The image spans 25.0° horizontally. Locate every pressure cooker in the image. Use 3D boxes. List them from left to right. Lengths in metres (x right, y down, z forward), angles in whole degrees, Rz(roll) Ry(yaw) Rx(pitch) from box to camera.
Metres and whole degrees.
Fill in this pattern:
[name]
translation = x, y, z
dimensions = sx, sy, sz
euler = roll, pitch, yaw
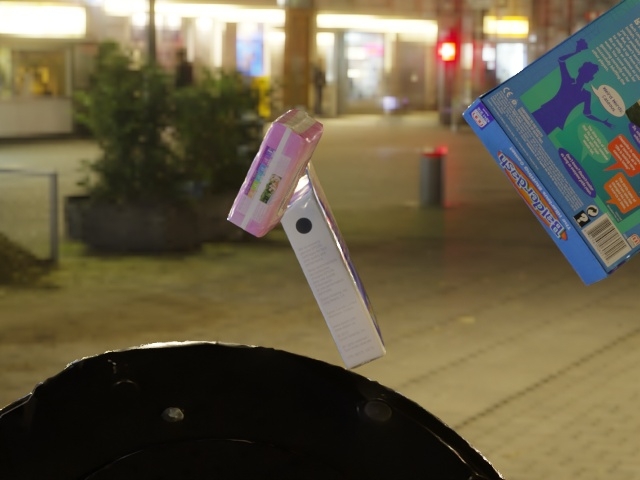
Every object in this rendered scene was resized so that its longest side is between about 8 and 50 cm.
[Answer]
[pressure cooker]
translation = -0.067, 0.314, 0.802
dimensions = 0.370, 0.420, 0.375
euler = 28, 41, 19

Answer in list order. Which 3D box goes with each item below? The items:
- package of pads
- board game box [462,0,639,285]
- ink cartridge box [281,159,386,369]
[package of pads]
translation = -0.030, -0.047, 0.998
dimensions = 0.032, 0.083, 0.050
euler = 29, 22, 8
[board game box]
translation = 0.236, -0.091, 1.074
dimensions = 0.210, 0.160, 0.047
euler = -34, -3, -15
[ink cartridge box]
translation = 0.000, 0.000, 1.341
dimensions = 0.045, 0.208, 0.206
euler = -21, 7, 2
